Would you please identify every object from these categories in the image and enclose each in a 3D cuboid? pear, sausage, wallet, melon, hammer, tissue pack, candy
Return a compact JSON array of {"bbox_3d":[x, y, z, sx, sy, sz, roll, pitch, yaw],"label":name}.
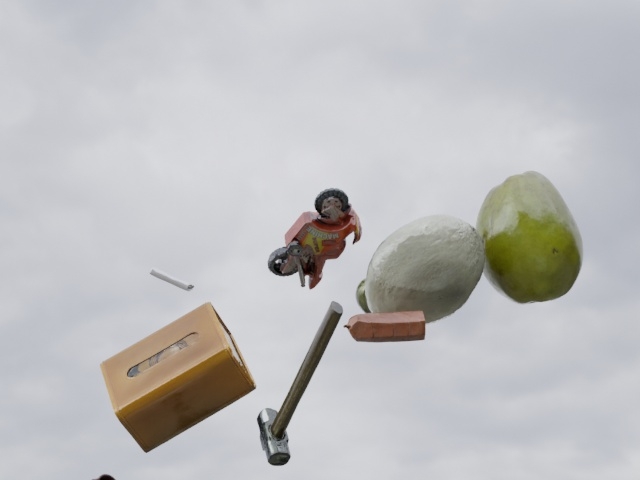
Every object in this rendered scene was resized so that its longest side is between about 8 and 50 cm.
[{"bbox_3d":[0.482,-0.002,2.310,0.252,0.307,0.253,-17,-3,-1],"label":"pear"},{"bbox_3d":[0.132,0.181,2.056,0.169,0.065,0.065,-2,-27,1],"label":"sausage"},{"bbox_3d":[-0.417,0.110,2.788,0.122,0.025,0.061,23,2,9],"label":"wallet"},{"bbox_3d":[0.133,0.135,2.345,0.098,0.098,0.130,-15,-29,22],"label":"melon"},{"bbox_3d":[-0.033,0.253,1.808,0.043,0.111,0.365,8,-54,-24],"label":"hammer"},{"bbox_3d":[-0.305,0.286,2.110,0.274,0.194,0.145,-31,-48,-4],"label":"tissue pack"},{"bbox_3d":[0.233,0.072,2.179,0.295,0.185,0.295,-21,-45,-22],"label":"candy"}]

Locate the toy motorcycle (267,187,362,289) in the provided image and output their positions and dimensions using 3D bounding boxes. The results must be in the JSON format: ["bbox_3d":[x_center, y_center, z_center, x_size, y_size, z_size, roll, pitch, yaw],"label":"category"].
[{"bbox_3d":[-0.002,-0.002,2.401,0.171,0.089,0.298,19,-54,-31],"label":"toy motorcycle"}]

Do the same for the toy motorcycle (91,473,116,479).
[{"bbox_3d":[-0.402,0.510,1.888,0.084,0.118,0.212,31,-21,-31],"label":"toy motorcycle"}]
